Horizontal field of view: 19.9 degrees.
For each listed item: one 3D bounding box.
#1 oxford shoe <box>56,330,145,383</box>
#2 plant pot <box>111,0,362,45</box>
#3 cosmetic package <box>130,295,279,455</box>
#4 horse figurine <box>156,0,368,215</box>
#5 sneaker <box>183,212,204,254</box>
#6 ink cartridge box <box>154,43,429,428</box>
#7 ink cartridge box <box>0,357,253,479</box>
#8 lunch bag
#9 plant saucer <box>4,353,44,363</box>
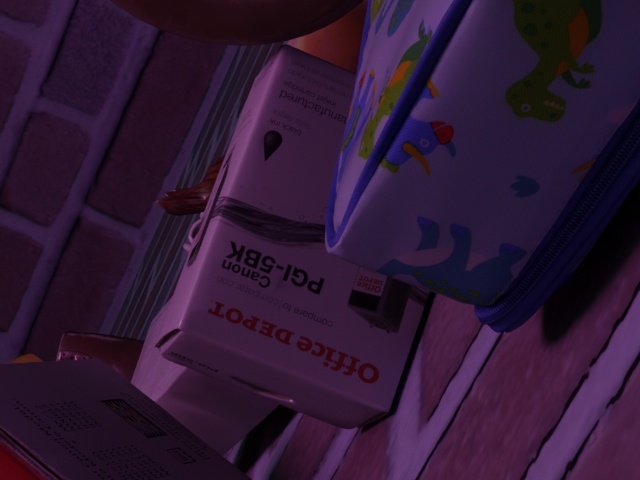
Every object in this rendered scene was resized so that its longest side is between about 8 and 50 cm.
[{"bbox_3d":[-0.184,0.204,1.291,0.130,0.132,0.364,-82,17,-60],"label":"oxford shoe"},{"bbox_3d":[-0.028,-0.210,0.795,0.263,0.263,0.229,121,168,-44],"label":"plant pot"},{"bbox_3d":[-0.042,0.048,0.997,0.239,0.060,0.099,-46,24,55],"label":"cosmetic package"},{"bbox_3d":[0.015,-0.109,1.012,0.263,0.066,0.174,-54,0,-31],"label":"horse figurine"},{"bbox_3d":[-0.055,0.003,1.146,0.152,0.061,0.054,145,146,-77],"label":"sneaker"},{"bbox_3d":[0.000,0.000,0.780,0.056,0.099,0.135,140,150,-70],"label":"ink cartridge box"},{"bbox_3d":[-0.189,0.212,0.815,0.309,0.130,0.272,-55,-13,6],"label":"ink cartridge box"},{"bbox_3d":[0.070,-0.090,0.600,0.219,0.090,0.176,-78,14,-51],"label":"lunch bag"},{"bbox_3d":[-0.216,0.268,1.082,0.333,0.081,0.333,39,108,55],"label":"plant saucer"}]
